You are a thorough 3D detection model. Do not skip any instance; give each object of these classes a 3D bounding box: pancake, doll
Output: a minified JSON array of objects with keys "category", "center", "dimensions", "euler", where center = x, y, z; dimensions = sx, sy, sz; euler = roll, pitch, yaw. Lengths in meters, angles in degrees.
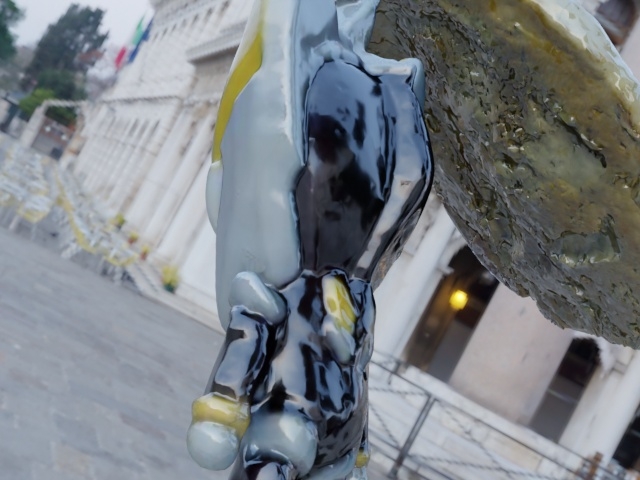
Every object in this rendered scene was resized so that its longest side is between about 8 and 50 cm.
[{"category":"pancake","center":[0.141,-0.065,0.666],"dimensions":[0.356,0.065,0.356],"euler":[52,-11,15]},{"category":"doll","center":[0.002,0.002,0.422],"dimensions":[0.145,0.316,0.103],"euler":[20,-25,-33]}]
